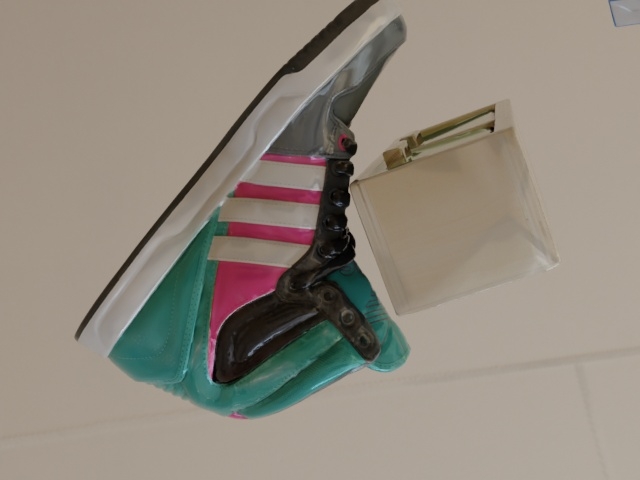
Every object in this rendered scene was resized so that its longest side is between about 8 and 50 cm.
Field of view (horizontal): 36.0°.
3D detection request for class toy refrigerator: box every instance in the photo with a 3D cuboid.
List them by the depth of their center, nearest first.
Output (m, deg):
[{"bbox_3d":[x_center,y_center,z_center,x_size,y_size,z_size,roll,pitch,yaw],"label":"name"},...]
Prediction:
[{"bbox_3d":[0.098,-0.039,0.685,0.102,0.269,0.094,-19,-82,14],"label":"toy refrigerator"}]

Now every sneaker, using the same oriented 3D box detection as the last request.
[{"bbox_3d":[0.000,0.000,0.632,0.178,0.124,0.295,38,-85,-7],"label":"sneaker"}]

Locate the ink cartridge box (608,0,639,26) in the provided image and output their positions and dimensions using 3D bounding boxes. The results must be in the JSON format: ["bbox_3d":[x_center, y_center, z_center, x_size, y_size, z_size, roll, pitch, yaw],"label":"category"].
[{"bbox_3d":[0.229,-0.192,0.686,0.048,0.028,0.083,-3,-123,27],"label":"ink cartridge box"}]
